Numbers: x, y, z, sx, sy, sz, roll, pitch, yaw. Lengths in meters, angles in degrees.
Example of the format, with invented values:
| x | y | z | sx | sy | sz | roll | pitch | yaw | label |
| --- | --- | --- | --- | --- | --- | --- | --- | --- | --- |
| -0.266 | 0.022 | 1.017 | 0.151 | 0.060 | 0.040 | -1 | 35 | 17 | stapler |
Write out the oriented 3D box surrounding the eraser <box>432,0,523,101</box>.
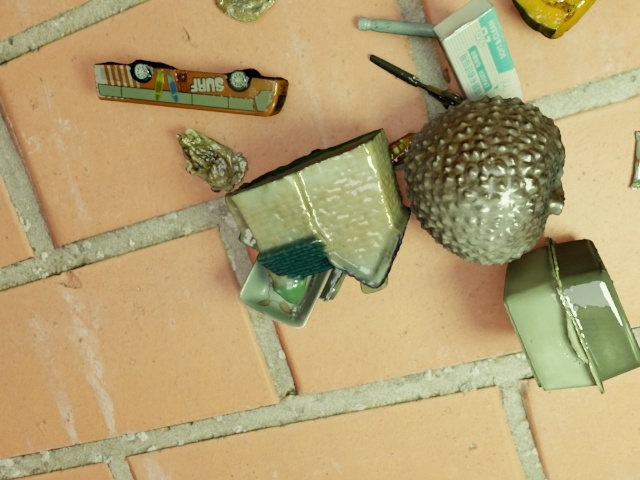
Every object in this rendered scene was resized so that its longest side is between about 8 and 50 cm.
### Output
| x | y | z | sx | sy | sz | roll | pitch | yaw | label |
| --- | --- | --- | --- | --- | --- | --- | --- | --- | --- |
| 0.284 | -0.313 | 0.885 | 0.095 | 0.225 | 0.052 | -33 | 49 | 15 | eraser |

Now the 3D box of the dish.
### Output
| x | y | z | sx | sy | sz | roll | pitch | yaw | label |
| --- | --- | --- | --- | --- | --- | --- | --- | --- | --- |
| -0.056 | 0.059 | 1.054 | 0.154 | 0.064 | 0.234 | 25 | 78 | 7 | dish |

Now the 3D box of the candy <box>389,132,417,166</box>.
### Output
| x | y | z | sx | sy | sz | roll | pitch | yaw | label |
| --- | --- | --- | --- | --- | --- | --- | --- | --- | --- |
| 0.156 | -0.176 | 1.012 | 0.182 | 0.046 | 0.053 | -28 | 87 | 13 | candy |

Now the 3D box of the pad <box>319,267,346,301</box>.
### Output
| x | y | z | sx | sy | sz | roll | pitch | yaw | label |
| --- | --- | --- | --- | --- | --- | --- | --- | --- | --- |
| 0.000 | 0.000 | 1.090 | 0.174 | 0.022 | 0.233 | 28 | 103 | 6 | pad |

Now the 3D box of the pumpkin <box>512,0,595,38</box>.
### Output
| x | y | z | sx | sy | sz | roll | pitch | yaw | label |
| --- | --- | --- | --- | --- | --- | --- | --- | --- | --- |
| 0.441 | -0.480 | 0.854 | 0.131 | 0.126 | 0.248 | 47 | 115 | 16 | pumpkin |

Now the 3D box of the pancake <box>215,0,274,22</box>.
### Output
| x | y | z | sx | sy | sz | roll | pitch | yaw | label |
| --- | --- | --- | --- | --- | --- | --- | --- | --- | --- |
| -0.155 | -0.526 | 1.019 | 0.151 | 0.025 | 0.152 | 2 | 102 | 10 | pancake |

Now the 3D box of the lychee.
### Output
| x | y | z | sx | sy | sz | roll | pitch | yaw | label |
| --- | --- | --- | --- | --- | --- | --- | --- | --- | --- |
| 0.284 | -0.101 | 0.882 | 0.299 | 0.300 | 0.300 | 2 | 101 | 11 | lychee |

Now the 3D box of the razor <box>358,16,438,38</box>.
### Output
| x | y | z | sx | sy | sz | roll | pitch | yaw | label |
| --- | --- | --- | --- | --- | --- | --- | --- | --- | --- |
| 0.184 | -0.406 | 0.951 | 0.231 | 0.106 | 0.068 | 15 | 103 | 18 | razor |

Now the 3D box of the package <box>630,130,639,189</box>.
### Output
| x | y | z | sx | sy | sz | roll | pitch | yaw | label |
| --- | --- | --- | --- | --- | --- | --- | --- | --- | --- |
| 0.613 | -0.151 | 0.944 | 0.037 | 0.015 | 0.111 | 3 | 100 | 16 | package |

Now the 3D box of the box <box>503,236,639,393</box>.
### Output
| x | y | z | sx | sy | sz | roll | pitch | yaw | label |
| --- | --- | --- | --- | --- | --- | --- | --- | --- | --- |
| 0.441 | 0.121 | 0.890 | 0.166 | 0.290 | 0.221 | -23 | 95 | 26 | box |

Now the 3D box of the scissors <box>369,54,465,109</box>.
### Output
| x | y | z | sx | sy | sz | roll | pitch | yaw | label |
| --- | --- | --- | --- | --- | --- | --- | --- | --- | --- |
| 0.188 | -0.310 | 0.977 | 0.220 | 0.088 | 0.017 | 34 | 95 | 15 | scissors |

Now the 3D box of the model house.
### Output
| x | y | z | sx | sy | sz | roll | pitch | yaw | label |
| --- | --- | --- | --- | --- | --- | --- | --- | --- | --- |
| 0.015 | -0.028 | 0.946 | 0.298 | 0.243 | 0.285 | -17 | 101 | 20 | model house |

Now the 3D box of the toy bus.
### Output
| x | y | z | sx | sy | sz | roll | pitch | yaw | label |
| --- | --- | --- | --- | --- | --- | --- | --- | --- | --- |
| -0.272 | -0.324 | 1.046 | 0.408 | 0.093 | 0.092 | 9 | 110 | 10 | toy bus |

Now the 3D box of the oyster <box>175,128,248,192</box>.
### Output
| x | y | z | sx | sy | sz | roll | pitch | yaw | label |
| --- | --- | --- | --- | --- | --- | --- | --- | --- | --- |
| -0.247 | -0.172 | 1.091 | 0.165 | 0.053 | 0.108 | 34 | 115 | -4 | oyster |
